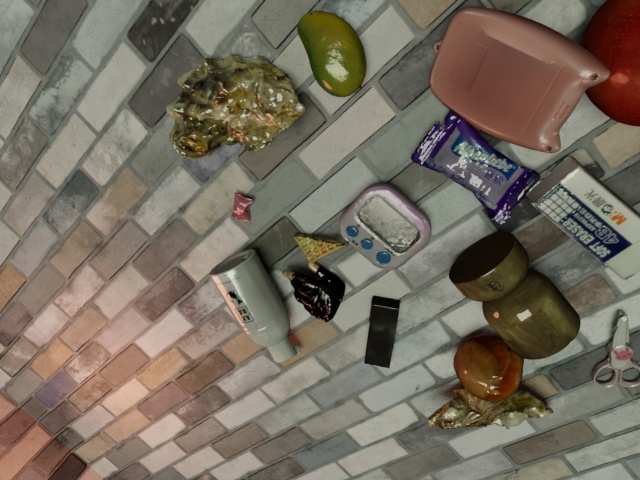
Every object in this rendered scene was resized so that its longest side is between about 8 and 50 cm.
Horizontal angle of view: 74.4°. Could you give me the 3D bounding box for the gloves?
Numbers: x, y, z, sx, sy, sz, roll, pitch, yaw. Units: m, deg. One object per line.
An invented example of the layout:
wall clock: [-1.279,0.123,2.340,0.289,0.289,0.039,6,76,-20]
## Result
gloves: [-0.029,0.137,1.181,0.181,0.106,0.129,24,120,-2]

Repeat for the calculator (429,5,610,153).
calculator: [0.352,-0.316,0.828,0.330,0.048,0.220,41,141,26]

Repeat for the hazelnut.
hazelnut: [0.454,0.346,1.124,0.182,0.182,0.181,6,115,12]

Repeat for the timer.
timer: [0.164,-0.034,1.074,0.209,0.069,0.191,41,119,-5]

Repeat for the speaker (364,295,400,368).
speaker: [0.176,0.268,1.224,0.082,0.044,0.217,9,116,10]

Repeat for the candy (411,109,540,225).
candy: [0.355,-0.165,0.966,0.275,0.070,0.145,37,111,1]

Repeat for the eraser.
eraser: [0.617,-0.048,0.943,0.287,0.086,0.130,39,119,-6]

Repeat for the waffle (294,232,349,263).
waffle: [0.000,0.000,1.123,0.153,0.023,0.097,-28,93,44]

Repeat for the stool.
stool: [0.464,0.132,1.014,0.179,0.179,0.264,-39,101,26]

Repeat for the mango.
mango: [0.031,-0.411,0.923,0.122,0.085,0.190,-16,110,24]

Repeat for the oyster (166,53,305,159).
oyster: [-0.204,-0.317,1.009,0.352,0.114,0.237,3,115,13]

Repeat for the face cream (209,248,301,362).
face cream: [-0.170,0.217,1.231,0.146,0.145,0.369,-20,107,22]

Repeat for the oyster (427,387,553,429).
oyster: [0.476,0.473,1.196,0.342,0.110,0.166,-10,150,15]

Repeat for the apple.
apple: [0.603,-0.338,0.741,0.261,0.216,0.260,5,112,12]

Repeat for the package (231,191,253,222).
package: [-0.217,-0.091,1.167,0.059,0.029,0.083,23,126,7]

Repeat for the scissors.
scissors: [0.774,0.286,1.089,0.118,0.030,0.241,-6,115,16]
